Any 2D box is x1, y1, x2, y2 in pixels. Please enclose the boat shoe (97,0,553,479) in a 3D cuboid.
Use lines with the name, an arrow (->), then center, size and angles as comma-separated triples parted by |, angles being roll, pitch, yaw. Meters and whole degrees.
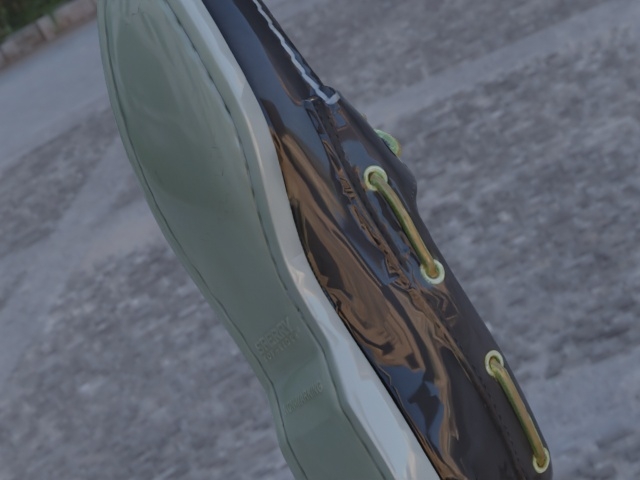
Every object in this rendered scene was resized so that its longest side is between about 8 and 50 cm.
boat shoe -> 0.000, 0.000, 0.454 | 0.069, 0.227, 0.081 | -25, -3, -31
